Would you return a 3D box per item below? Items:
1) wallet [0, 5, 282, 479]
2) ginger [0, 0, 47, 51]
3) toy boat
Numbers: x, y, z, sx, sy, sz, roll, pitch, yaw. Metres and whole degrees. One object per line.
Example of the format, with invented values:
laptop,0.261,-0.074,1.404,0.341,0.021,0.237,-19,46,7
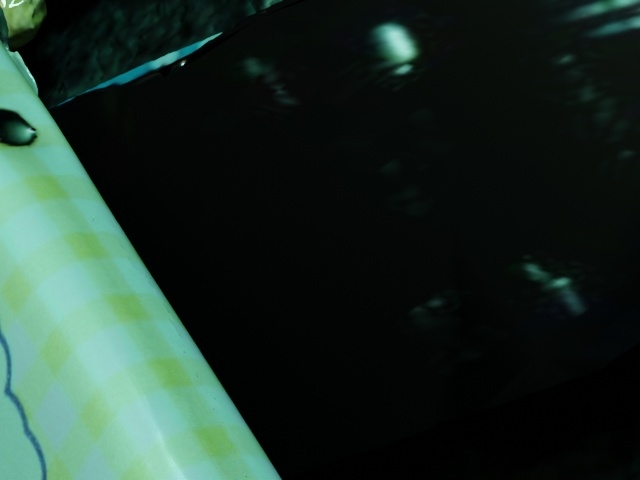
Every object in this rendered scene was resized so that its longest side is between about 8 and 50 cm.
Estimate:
wallet,-0.092,0.108,0.513,0.223,0.077,0.309,-53,54,24
ginger,-0.070,-0.177,0.713,0.363,0.122,0.348,23,78,33
toy boat,0.000,0.000,0.572,0.299,0.092,0.134,-20,84,29
